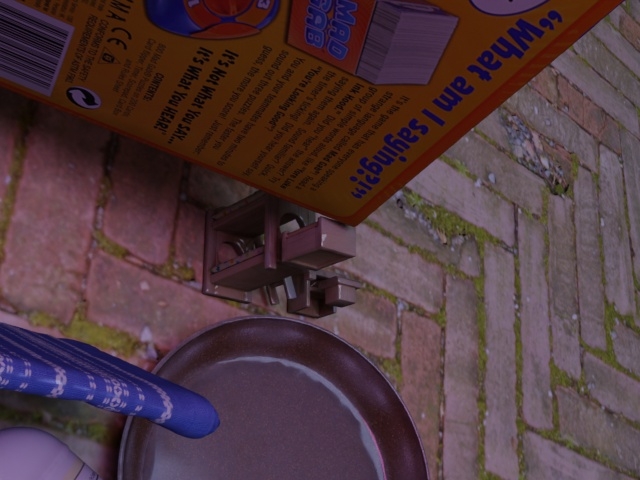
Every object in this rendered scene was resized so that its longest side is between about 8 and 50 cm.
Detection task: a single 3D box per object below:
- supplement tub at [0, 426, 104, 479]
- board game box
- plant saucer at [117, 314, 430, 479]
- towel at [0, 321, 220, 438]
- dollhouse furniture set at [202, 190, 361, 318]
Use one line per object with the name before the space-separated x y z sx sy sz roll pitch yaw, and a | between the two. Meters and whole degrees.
supplement tub | -0.183 0.265 0.507 0.325 0.235 0.235 44 48 -6
board game box | -0.020 -0.286 0.621 0.357 0.356 0.356 22 58 -18
plant saucer | -0.039 0.221 0.775 0.311 0.050 0.310 15 58 -25
towel | -0.257 0.068 0.541 0.336 0.243 0.040 22 81 -37
dollhouse furniture set | 0.000 0.000 0.844 0.161 0.182 0.101 17 63 -39
